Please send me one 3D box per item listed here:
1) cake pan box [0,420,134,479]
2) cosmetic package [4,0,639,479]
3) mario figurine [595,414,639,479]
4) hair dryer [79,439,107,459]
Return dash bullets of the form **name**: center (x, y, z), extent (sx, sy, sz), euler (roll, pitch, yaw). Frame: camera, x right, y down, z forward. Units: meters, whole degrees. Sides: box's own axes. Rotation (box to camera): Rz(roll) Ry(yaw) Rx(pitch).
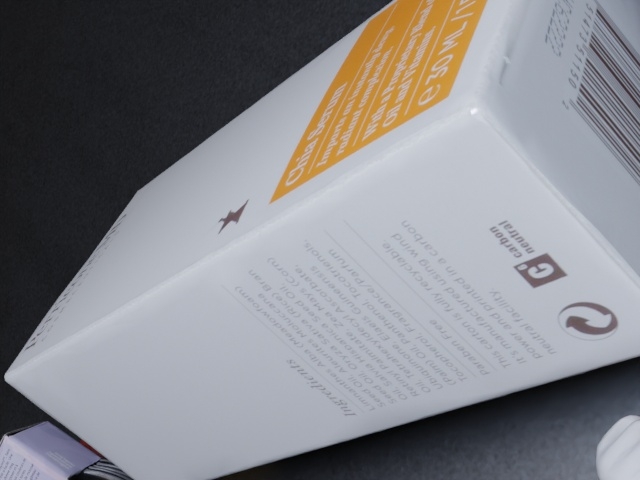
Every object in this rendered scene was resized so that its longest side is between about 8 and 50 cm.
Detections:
- **cake pan box**: center (-0.217, 0.328, 0.766), extent (0.246, 0.070, 0.266), euler (28, 100, 12)
- **cosmetic package**: center (0.000, 0.000, 0.585), extent (0.453, 0.161, 0.230), euler (-29, 26, 41)
- **mario figurine**: center (0.251, 0.130, 0.361), extent (0.170, 0.198, 0.320), euler (-44, 53, 42)
- **hair dryer**: center (-0.280, 0.322, 0.900), extent (0.223, 0.080, 0.293), euler (39, 105, 45)
